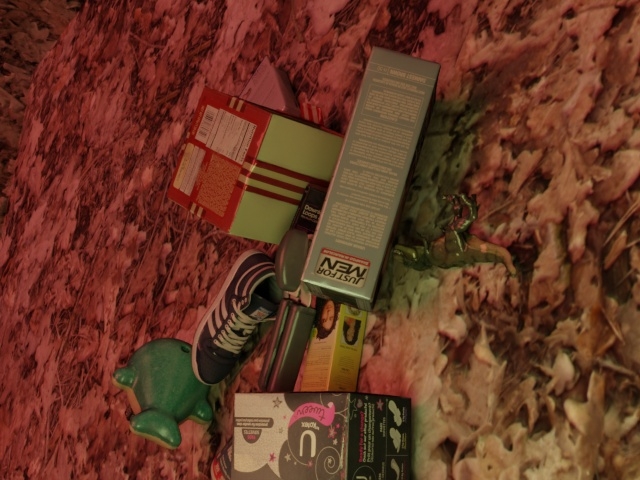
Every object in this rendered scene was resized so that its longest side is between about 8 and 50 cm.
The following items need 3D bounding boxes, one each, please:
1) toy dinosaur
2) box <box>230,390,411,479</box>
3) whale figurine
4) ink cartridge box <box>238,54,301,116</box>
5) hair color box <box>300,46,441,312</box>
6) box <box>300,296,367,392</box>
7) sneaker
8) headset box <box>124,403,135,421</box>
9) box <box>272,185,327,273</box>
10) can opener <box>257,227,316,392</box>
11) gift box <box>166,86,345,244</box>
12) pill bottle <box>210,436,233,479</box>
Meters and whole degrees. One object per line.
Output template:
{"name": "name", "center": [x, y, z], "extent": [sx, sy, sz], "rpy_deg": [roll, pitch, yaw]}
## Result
{"name": "toy dinosaur", "center": [0.202, -0.010, 1.477], "extent": [0.268, 0.064, 0.118], "rpy_deg": [1, 91, 60]}
{"name": "box", "center": [-0.004, 0.303, 1.490], "extent": [0.247, 0.142, 0.163], "rpy_deg": [-8, 76, 43]}
{"name": "whale figurine", "center": [-0.298, 0.290, 1.975], "extent": [0.141, 0.216, 0.272], "rpy_deg": [-58, 12, 19]}
{"name": "ink cartridge box", "center": [-0.134, -0.256, 2.180], "extent": [0.223, 0.045, 0.224], "rpy_deg": [-53, 34, 27]}
{"name": "hair color box", "center": [0.081, -0.088, 1.575], "extent": [0.185, 0.114, 0.374], "rpy_deg": [67, -139, -79]}
{"name": "box", "center": [0.023, 0.177, 1.667], "extent": [0.087, 0.058, 0.232], "rpy_deg": [-17, 60, 55]}
{"name": "sneaker", "center": [-0.151, 0.161, 1.920], "extent": [0.153, 0.099, 0.282], "rpy_deg": [28, 95, 61]}
{"name": "headset box", "center": [-0.383, 0.361, 2.220], "extent": [0.083, 0.062, 0.032], "rpy_deg": [-61, 32, 18]}
{"name": "box", "center": [0.000, 0.000, 1.745], "extent": [0.029, 0.116, 0.162], "rpy_deg": [-145, 76, -74]}
{"name": "can opener", "center": [-0.062, 0.120, 1.684], "extent": [0.076, 0.095, 0.283], "rpy_deg": [19, 93, 60]}
{"name": "gift box", "center": [-0.097, -0.137, 1.836], "extent": [0.276, 0.258, 0.255], "rpy_deg": [36, 106, 47]}
{"name": "pill bottle", "center": [-0.099, 0.356, 1.713], "extent": [0.180, 0.108, 0.108], "rpy_deg": [-52, 35, 29]}
